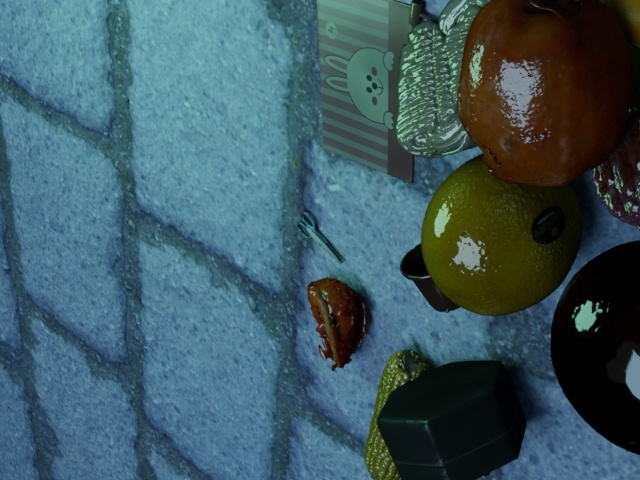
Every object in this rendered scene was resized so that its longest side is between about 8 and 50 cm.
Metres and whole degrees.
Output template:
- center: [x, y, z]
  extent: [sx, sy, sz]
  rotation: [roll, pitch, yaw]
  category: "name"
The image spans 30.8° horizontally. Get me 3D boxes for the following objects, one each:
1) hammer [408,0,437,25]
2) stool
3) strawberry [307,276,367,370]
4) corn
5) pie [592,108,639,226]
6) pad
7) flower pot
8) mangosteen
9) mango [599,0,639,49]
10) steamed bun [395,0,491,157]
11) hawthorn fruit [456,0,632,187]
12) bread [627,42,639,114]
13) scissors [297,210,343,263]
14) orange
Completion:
- center: [0.175, -0.315, 1.682]
  extent: [0.110, 0.019, 0.035]
  rotation: [30, 133, 30]
  category: "hammer"
- center: [0.214, 0.295, 1.873]
  extent: [0.232, 0.232, 0.141]
  rotation: [-10, 108, 51]
  category: "stool"
- center: [0.034, 0.144, 2.098]
  extent: [0.121, 0.082, 0.188]
  rotation: [49, 155, 46]
  category: "strawberry"
- center: [0.142, 0.314, 2.066]
  extent: [0.106, 0.106, 0.293]
  rotation: [34, 131, 30]
  category: "corn"
- center: [0.391, -0.089, 1.397]
  extent: [0.154, 0.036, 0.154]
  rotation: [-13, 73, 50]
  category: "pie"
- center: [0.070, -0.251, 1.849]
  extent: [0.202, 0.005, 0.299]
  rotation: [25, 130, 37]
  category: "pad"
- center: [0.194, 0.058, 1.846]
  extent: [0.111, 0.111, 0.089]
  rotation: [4, 132, 47]
  category: "flower pot"
- center: [0.439, 0.117, 1.441]
  extent: [0.330, 0.330, 0.330]
  rotation: [27, 132, 35]
  category: "mangosteen"
- center: [0.407, -0.288, 1.357]
  extent: [0.219, 0.112, 0.144]
  rotation: [40, 101, 39]
  category: "mango"
- center: [0.214, -0.219, 1.604]
  extent: [0.211, 0.144, 0.217]
  rotation: [-18, 69, 44]
  category: "steamed bun"
- center: [0.259, -0.209, 1.359]
  extent: [0.211, 0.211, 0.299]
  rotation: [24, 141, 37]
  category: "hawthorn fruit"
- center: [0.478, -0.152, 1.397]
  extent: [0.361, 0.077, 0.138]
  rotation: [28, 132, 34]
  category: "bread"
- center: [0.000, 0.000, 2.083]
  extent: [0.119, 0.014, 0.058]
  rotation: [48, 145, 21]
  category: "scissors"
- center: [0.250, -0.010, 1.615]
  extent: [0.236, 0.236, 0.236]
  rotation: [27, 132, 35]
  category: "orange"
